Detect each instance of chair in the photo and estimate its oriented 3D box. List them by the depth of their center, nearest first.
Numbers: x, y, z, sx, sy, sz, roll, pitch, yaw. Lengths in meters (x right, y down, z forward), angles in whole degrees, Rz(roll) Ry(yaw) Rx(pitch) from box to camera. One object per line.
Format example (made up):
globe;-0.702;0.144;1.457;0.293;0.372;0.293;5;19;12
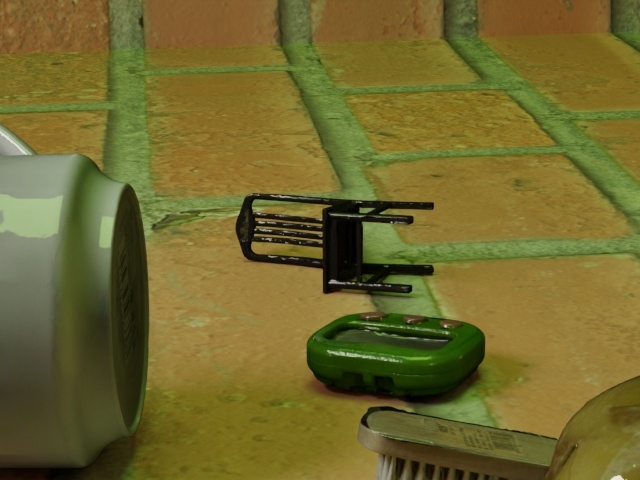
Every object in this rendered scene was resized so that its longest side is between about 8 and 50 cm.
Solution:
chair;0.000;0.000;1.975;0.213;0.084;0.101;4;12;17

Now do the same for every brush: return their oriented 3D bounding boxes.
brush;0.185;0.176;1.370;0.327;0.065;0.070;9;11;1

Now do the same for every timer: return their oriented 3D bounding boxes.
timer;0.064;0.096;1.678;0.140;0.047;0.128;5;15;23

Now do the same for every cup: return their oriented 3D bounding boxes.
cup;-0.303;0.020;1.516;0.327;0.237;0.322;-2;59;3

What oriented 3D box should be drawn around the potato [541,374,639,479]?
potato;0.276;0.139;1.284;0.299;0.116;0.239;-13;31;-40
